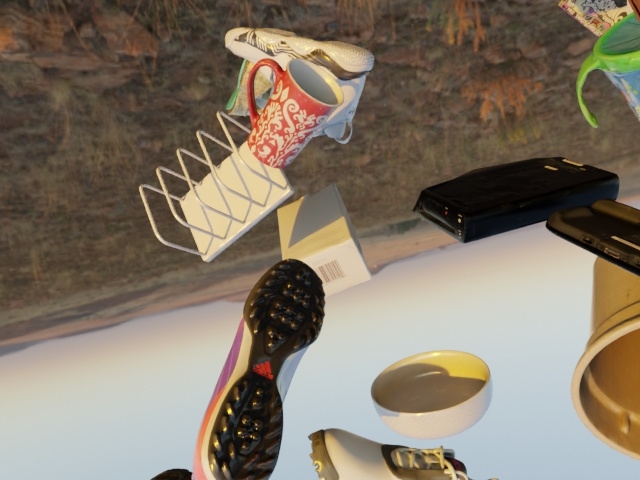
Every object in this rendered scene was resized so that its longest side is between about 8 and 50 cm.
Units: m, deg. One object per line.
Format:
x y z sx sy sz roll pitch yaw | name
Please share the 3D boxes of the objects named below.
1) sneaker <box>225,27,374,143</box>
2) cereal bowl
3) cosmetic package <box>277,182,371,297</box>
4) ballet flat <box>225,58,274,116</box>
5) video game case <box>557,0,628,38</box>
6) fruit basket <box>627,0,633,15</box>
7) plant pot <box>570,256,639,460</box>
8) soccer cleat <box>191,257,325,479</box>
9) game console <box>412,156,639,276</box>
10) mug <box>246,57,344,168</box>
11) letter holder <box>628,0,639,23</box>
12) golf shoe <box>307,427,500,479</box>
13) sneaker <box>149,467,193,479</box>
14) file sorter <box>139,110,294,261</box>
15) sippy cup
-0.067 -0.347 1.191 0.366 0.210 0.137 21 -153 24 | sneaker
0.320 0.450 1.512 0.339 0.141 0.339 -16 -169 3 | cereal bowl
0.000 0.000 1.621 0.217 0.156 0.385 -23 -152 8 | cosmetic package
-0.181 -0.404 1.468 0.123 0.123 0.348 -12 178 -19 | ballet flat
0.772 -0.621 1.365 0.210 0.232 0.041 -51 -170 30 | video game case
0.868 -0.499 1.168 0.353 0.165 0.327 -19 141 18 | fruit basket
0.571 0.133 0.851 0.334 0.333 0.305 -15 -151 29 | plant pot
-0.081 0.160 0.681 0.109 0.318 0.116 31 139 -16 | soccer cleat
0.267 -0.017 0.561 0.213 0.043 0.361 -14 -155 -15 | game console
-0.061 -0.230 0.948 0.113 0.150 0.169 -18 157 -48 | mug
0.391 -0.201 0.478 0.215 0.301 0.152 7 152 -42 | letter holder
0.107 0.286 0.660 0.120 0.273 0.105 -48 -158 15 | golf shoe
-0.221 0.525 1.045 0.287 0.130 0.109 -9 -176 31 | sneaker
-0.245 -0.121 1.211 0.278 0.192 0.173 -38 151 18 | file sorter
0.667 -0.312 0.995 0.240 0.224 0.305 -44 -157 -17 | sippy cup
